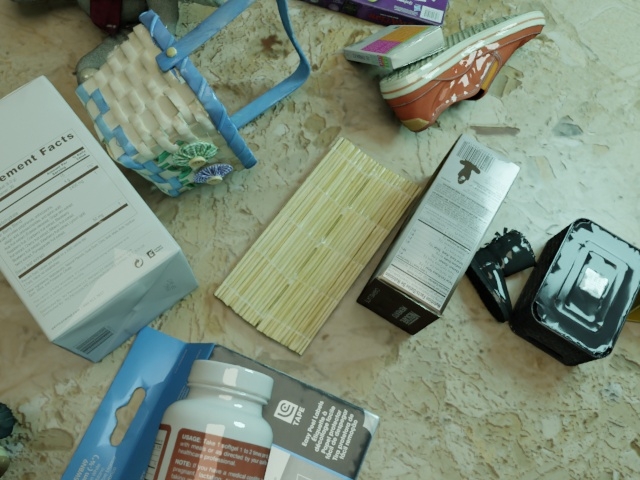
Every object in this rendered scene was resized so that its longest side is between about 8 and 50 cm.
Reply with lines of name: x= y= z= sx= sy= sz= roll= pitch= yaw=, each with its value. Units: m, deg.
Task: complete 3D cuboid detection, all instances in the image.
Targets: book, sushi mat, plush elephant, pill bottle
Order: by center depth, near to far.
pill bottle: x=-0.117 y=0.241 z=0.644 sx=0.121 sy=0.121 sz=0.216 roll=14 pitch=70 yaw=-2
plush elephant: x=-0.275 y=-0.401 z=0.882 sx=0.330 sy=0.255 sz=0.272 roll=-32 pitch=87 yaw=-20
sushi mat: x=0.000 y=0.000 z=0.903 sx=0.151 sy=0.019 sz=0.316 roll=36 pitch=73 yaw=6
book: x=0.111 y=-0.305 z=0.974 sx=0.096 sy=0.144 sz=0.035 roll=-29 pitch=121 yaw=-14

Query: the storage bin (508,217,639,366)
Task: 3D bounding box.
storage bin: x=0.368 y=0.074 z=0.892 sx=0.122 sy=0.084 sz=0.180 roll=32 pitch=71 yaw=5

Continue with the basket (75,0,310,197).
basket: x=-0.149 y=-0.200 z=0.846 sx=0.289 sy=0.255 sz=0.201 roll=-40 pitch=75 yaw=1

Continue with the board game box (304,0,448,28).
board game box: x=0.060 y=-0.485 z=1.073 sx=0.346 sy=0.056 sz=0.208 roll=17 pitch=74 yaw=-1

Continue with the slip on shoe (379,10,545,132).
slip on shoe: x=0.237 y=-0.278 z=0.998 sx=0.331 sy=0.123 sz=0.101 roll=-35 pitch=113 yaw=-22

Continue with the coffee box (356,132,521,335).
coffee box: x=0.161 y=-0.005 z=0.866 sx=0.098 sy=0.141 sz=0.247 roll=32 pitch=71 yaw=4

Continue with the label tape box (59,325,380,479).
label tape box: x=-0.129 y=0.264 z=0.757 sx=0.333 sy=0.106 sz=0.241 roll=23 pitch=69 yaw=2

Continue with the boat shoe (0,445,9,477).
boat shoe: x=-0.471 y=0.246 z=0.603 sx=0.342 sy=0.123 sz=0.123 roll=-27 pitch=74 yaw=8

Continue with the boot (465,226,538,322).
boot: x=0.272 y=0.048 z=0.911 sx=0.099 sy=0.045 sz=0.121 roll=-25 pitch=71 yaw=-13

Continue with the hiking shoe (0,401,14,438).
hiking shoe: x=-0.484 y=0.294 z=0.715 sx=0.304 sy=0.113 sz=0.132 roll=-27 pitch=83 yaw=-5

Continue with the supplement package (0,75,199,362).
supplement package: x=-0.319 y=-0.021 z=0.792 sx=0.175 sy=0.177 sz=0.293 roll=-37 pitch=77 yaw=-14

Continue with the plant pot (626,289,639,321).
plant pot: x=0.492 y=0.069 z=0.913 sx=0.081 sy=0.081 sz=0.083 roll=9 pitch=60 yaw=-3
